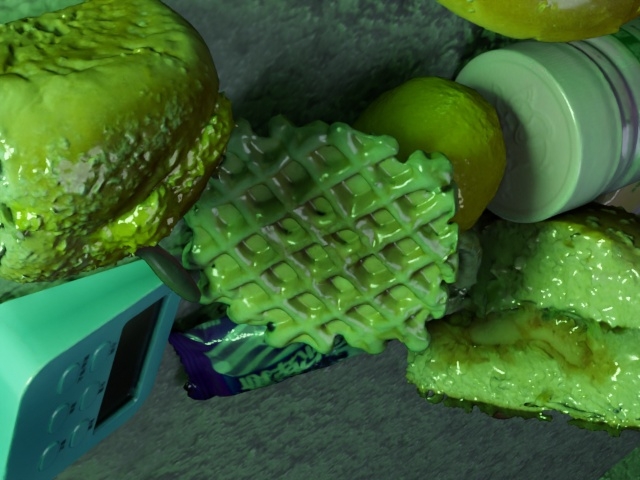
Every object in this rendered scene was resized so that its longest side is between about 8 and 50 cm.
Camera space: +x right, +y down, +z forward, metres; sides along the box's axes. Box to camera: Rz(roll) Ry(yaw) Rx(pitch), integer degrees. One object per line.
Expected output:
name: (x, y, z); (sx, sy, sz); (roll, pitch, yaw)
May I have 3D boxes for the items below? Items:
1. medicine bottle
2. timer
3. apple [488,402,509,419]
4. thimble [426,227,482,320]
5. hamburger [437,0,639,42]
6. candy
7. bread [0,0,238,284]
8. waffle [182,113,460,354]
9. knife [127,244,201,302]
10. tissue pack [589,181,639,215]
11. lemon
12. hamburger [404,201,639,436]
medicine bottle: (0.335, -0.162, 1.436); (0.325, 0.212, 0.212); (-19, 143, -35)
timer: (-0.247, 0.144, 1.233); (0.250, 0.091, 0.232); (-23, 145, -43)
apple: (0.314, 0.224, 2.004); (0.153, 0.120, 0.153); (-32, 144, -27)
thimble: (0.110, 0.008, 1.442); (0.137, 0.143, 0.190); (-44, 151, -1)
hamburger: (0.193, -0.325, 1.023); (0.314, 0.170, 0.290); (20, 111, -19)
candy: (-0.046, 0.114, 1.384); (0.275, 0.070, 0.145); (-17, 142, 6)
bread: (-0.194, -0.067, 0.933); (0.246, 0.176, 0.196); (-23, 143, -32)
waffle: (0.000, 0.000, 1.221); (0.056, 0.291, 0.309); (-77, 173, -47)
knife: (-0.183, 0.002, 1.155); (0.247, 0.018, 0.035); (48, 57, -49)
tissue pack: (0.393, -0.058, 1.734); (0.257, 0.123, 0.215); (-47, 153, 25)
lemon: (0.113, -0.086, 1.289); (0.193, 0.181, 0.181); (-23, 146, -18)
hamburger: (0.322, 0.079, 1.525); (0.286, 0.445, 0.268); (-8, 94, -39)
